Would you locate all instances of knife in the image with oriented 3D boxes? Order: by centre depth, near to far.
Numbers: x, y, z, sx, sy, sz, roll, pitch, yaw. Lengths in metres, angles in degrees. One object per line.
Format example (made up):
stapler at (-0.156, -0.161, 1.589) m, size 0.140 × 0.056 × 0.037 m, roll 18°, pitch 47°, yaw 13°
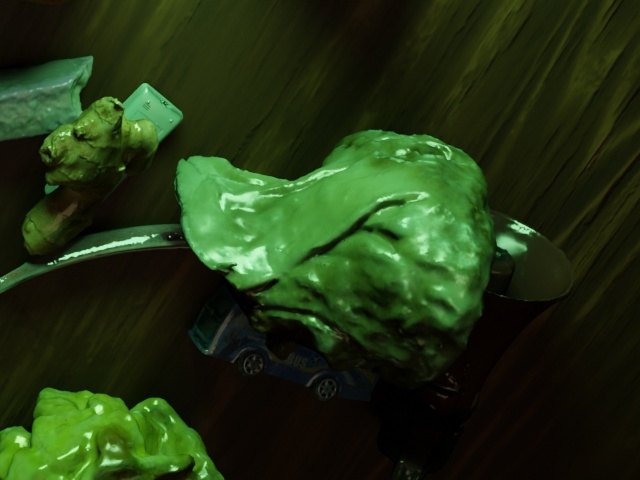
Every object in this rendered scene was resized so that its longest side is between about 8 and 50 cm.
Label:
knife at (-0.251, 0.020, 1.412) m, size 0.278 × 0.123 × 0.053 m, roll -16°, pitch 92°, yaw -19°

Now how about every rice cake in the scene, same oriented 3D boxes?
rice cake at (-0.416, -0.115, 1.283) m, size 0.399 × 0.070 × 0.064 m, roll -12°, pitch 125°, yaw -12°

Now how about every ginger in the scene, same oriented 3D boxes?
ginger at (-0.248, -0.067, 1.321) m, size 0.214 × 0.059 × 0.133 m, roll -42°, pitch 159°, yaw 17°

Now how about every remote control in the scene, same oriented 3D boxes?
remote control at (-0.221, -0.092, 1.387) m, size 0.162 × 0.029 × 0.061 m, roll -44°, pitch 125°, yaw 11°

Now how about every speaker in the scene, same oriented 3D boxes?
speaker at (0.168, 0.159, 1.533) m, size 0.198 × 0.259 × 0.329 m, roll 8°, pitch 115°, yaw -17°

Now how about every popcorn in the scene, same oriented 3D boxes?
popcorn at (-0.253, 0.295, 1.472) m, size 0.293 × 0.237 × 0.292 m, roll 7°, pitch 72°, yaw -23°

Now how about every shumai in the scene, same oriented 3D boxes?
shumai at (0.000, 0.000, 1.346) m, size 0.289 × 0.330 × 0.291 m, roll 22°, pitch 98°, yaw -25°

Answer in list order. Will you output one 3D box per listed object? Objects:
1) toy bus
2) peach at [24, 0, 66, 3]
toy bus at (-0.037, 0.125, 1.554) m, size 0.237 × 0.079 × 0.094 m, roll 22°, pitch 93°, yaw -28°
peach at (-0.257, -0.315, 1.155) m, size 0.190 × 0.190 × 0.192 m, roll -31°, pitch 143°, yaw 0°
